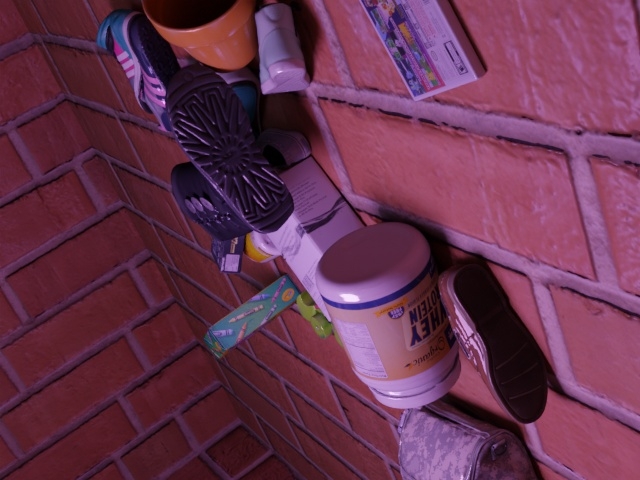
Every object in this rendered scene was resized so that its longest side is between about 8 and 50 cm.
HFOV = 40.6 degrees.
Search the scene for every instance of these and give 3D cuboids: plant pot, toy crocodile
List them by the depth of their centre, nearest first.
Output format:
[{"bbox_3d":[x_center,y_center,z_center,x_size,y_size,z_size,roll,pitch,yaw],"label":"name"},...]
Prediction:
[{"bbox_3d":[-0.202,-0.419,1.624,0.205,0.205,0.188,45,173,28],"label":"plant pot"},{"bbox_3d":[0.057,0.183,2.097,0.340,0.115,0.105,14,134,61],"label":"toy crocodile"}]

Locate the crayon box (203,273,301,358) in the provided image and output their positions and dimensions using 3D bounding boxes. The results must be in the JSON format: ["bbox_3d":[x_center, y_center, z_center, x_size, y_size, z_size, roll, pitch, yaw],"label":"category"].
[{"bbox_3d":[-0.197,0.221,2.492,0.081,0.278,0.165,53,159,6],"label":"crayon box"}]

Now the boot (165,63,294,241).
[{"bbox_3d":[-0.242,-0.168,1.863,0.367,0.146,0.445,61,165,-9],"label":"boot"}]

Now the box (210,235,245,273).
[{"bbox_3d":[-0.239,-0.050,2.276,0.183,0.059,0.232,-133,49,-66],"label":"box"}]

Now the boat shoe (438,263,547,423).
[{"bbox_3d":[0.310,0.181,1.560,0.307,0.111,0.104,67,163,-1],"label":"boat shoe"}]

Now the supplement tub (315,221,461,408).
[{"bbox_3d":[0.142,0.149,1.690,0.228,0.228,0.316,25,144,54],"label":"supplement tub"}]

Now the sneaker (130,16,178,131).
[{"bbox_3d":[-0.434,-0.416,2.237,0.131,0.112,0.319,-5,121,31],"label":"sneaker"}]

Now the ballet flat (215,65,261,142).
[{"bbox_3d":[-0.208,-0.286,2.000,0.139,0.139,0.400,49,155,17],"label":"ballet flat"}]

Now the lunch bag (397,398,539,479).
[{"bbox_3d":[0.312,0.491,1.887,0.305,0.213,0.256,12,116,61],"label":"lunch bag"}]

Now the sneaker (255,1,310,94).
[{"bbox_3d":[-0.074,-0.363,1.629,0.256,0.094,0.151,158,102,-83],"label":"sneaker"}]

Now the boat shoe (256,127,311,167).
[{"bbox_3d":[-0.105,-0.200,1.925,0.227,0.081,0.079,10,131,62],"label":"boat shoe"}]

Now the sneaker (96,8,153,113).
[{"bbox_3d":[-0.512,-0.495,2.326,0.178,0.124,0.295,33,143,36],"label":"sneaker"}]

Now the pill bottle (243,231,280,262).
[{"bbox_3d":[-0.139,-0.007,2.248,0.117,0.117,0.215,57,159,-3],"label":"pill bottle"}]

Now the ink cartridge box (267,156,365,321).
[{"bbox_3d":[0.000,0.000,1.924,0.307,0.129,0.223,53,160,9],"label":"ink cartridge box"}]

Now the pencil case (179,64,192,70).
[{"bbox_3d":[-0.318,-0.373,2.166,0.151,0.070,0.064,100,168,-66],"label":"pencil case"}]

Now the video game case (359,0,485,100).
[{"bbox_3d":[0.143,-0.313,1.281,0.201,0.023,0.183,59,159,-11],"label":"video game case"}]
